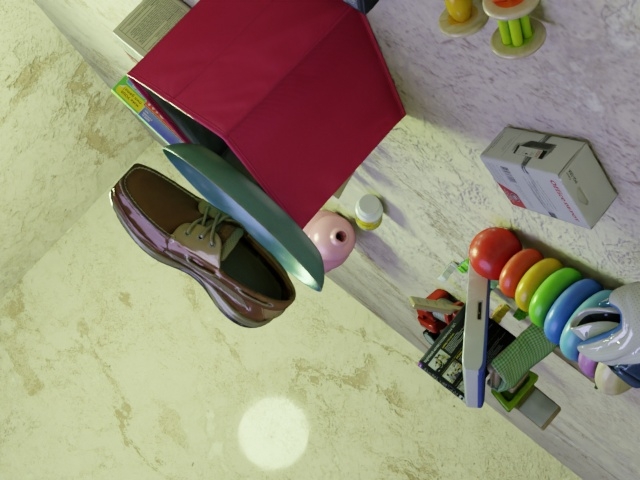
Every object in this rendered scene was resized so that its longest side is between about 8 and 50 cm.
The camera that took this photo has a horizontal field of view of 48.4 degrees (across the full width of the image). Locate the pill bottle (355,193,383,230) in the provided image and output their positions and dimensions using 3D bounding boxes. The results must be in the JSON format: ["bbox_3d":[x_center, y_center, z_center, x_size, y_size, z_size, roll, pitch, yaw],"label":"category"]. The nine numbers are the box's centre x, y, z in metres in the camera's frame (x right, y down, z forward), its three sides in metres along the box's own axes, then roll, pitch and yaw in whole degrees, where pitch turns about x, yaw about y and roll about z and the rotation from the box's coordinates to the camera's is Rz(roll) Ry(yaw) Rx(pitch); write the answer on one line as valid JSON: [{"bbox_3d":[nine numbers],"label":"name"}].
[{"bbox_3d":[0.112,-0.067,1.641,0.065,0.065,0.116,40,171,13],"label":"pill bottle"}]

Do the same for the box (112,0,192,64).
[{"bbox_3d":[-0.294,-0.398,1.507,0.232,0.148,0.127,40,172,12],"label":"box"}]

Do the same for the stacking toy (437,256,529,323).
[{"bbox_3d":[0.349,0.103,1.507,0.167,0.052,0.221,39,170,3],"label":"stacking toy"}]

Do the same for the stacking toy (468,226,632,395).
[{"bbox_3d":[0.365,0.089,1.117,0.330,0.141,0.141,42,174,40],"label":"stacking toy"}]

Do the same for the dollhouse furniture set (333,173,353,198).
[{"bbox_3d":[-0.058,-0.216,1.577,0.259,0.135,0.262,33,176,-22],"label":"dollhouse furniture set"}]

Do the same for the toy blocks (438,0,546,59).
[{"bbox_3d":[0.141,-0.245,0.646,0.123,0.054,0.148,36,170,38],"label":"toy blocks"}]

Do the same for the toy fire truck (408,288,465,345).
[{"bbox_3d":[0.313,0.191,1.833,0.217,0.158,0.246,29,153,59],"label":"toy fire truck"}]

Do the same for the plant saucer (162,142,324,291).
[{"bbox_3d":[-0.106,-0.042,1.072,0.317,0.043,0.317,40,171,8],"label":"plant saucer"}]

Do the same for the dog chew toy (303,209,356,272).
[{"bbox_3d":[0.000,0.000,2.083,0.206,0.206,0.332,43,163,-11],"label":"dog chew toy"}]

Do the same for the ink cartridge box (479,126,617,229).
[{"bbox_3d":[0.276,-0.078,0.867,0.099,0.056,0.135,47,171,-32],"label":"ink cartridge box"}]

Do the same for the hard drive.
[{"bbox_3d":[0.297,0.181,1.346,0.040,0.210,0.318,3,157,14],"label":"hard drive"}]

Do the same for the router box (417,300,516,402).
[{"bbox_3d":[0.318,0.241,1.547,0.133,0.179,0.046,38,166,17],"label":"router box"}]

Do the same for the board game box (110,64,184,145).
[{"bbox_3d":[-0.322,-0.331,1.757,0.317,0.213,0.046,44,171,-17],"label":"board game box"}]

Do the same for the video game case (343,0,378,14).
[{"bbox_3d":[-0.054,-0.402,0.793,0.275,0.035,0.248,39,171,17],"label":"video game case"}]

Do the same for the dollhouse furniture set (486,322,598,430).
[{"bbox_3d":[0.429,0.242,1.315,0.151,0.197,0.301,41,172,24],"label":"dollhouse furniture set"}]

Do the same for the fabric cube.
[{"bbox_3d":[-0.074,-0.218,1.062,0.259,0.258,0.254,35,170,36],"label":"fabric cube"}]

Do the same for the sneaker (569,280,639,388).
[{"bbox_3d":[0.440,0.154,0.917,0.236,0.130,0.322,22,156,22],"label":"sneaker"}]

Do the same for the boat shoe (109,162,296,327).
[{"bbox_3d":[-0.161,0.000,1.073,0.324,0.122,0.120,42,142,-19],"label":"boat shoe"}]
